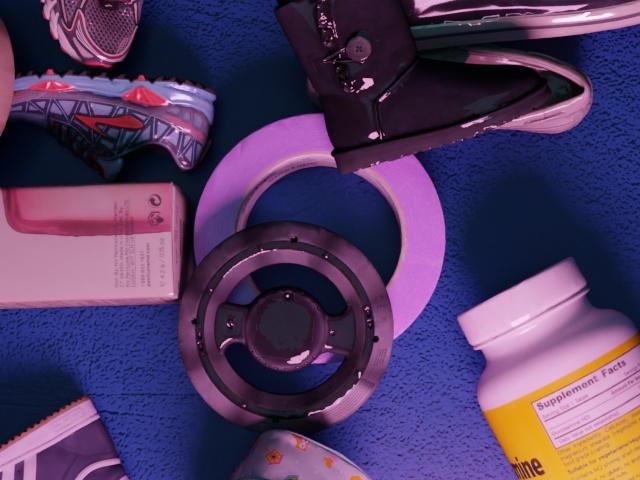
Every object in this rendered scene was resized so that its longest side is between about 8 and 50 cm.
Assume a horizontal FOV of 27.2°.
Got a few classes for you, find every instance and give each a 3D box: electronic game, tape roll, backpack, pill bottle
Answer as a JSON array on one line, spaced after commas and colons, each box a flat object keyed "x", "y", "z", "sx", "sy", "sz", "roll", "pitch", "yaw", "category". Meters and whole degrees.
[{"x": -0.037, "y": 0.093, "z": 1.401, "sx": 0.229, "sy": 0.048, "sz": 0.229, "roll": 0, "pitch": 90, "yaw": 1, "category": "electronic game"}, {"x": 0.000, "y": 0.000, "z": 1.477, "sx": 0.275, "sy": 0.090, "sz": 0.274, "roll": 0, "pitch": 86, "yaw": 2, "category": "tape roll"}, {"x": -0.028, "y": 0.291, "z": 1.384, "sx": 0.166, "sy": 0.188, "sz": 0.144, "roll": 31, "pitch": 49, "yaw": 5, "category": "backpack"}, {"x": 0.284, "y": 0.194, "z": 1.400, "sx": 0.188, "sy": 0.188, "sz": 0.334, "roll": -28, "pitch": 84, "yaw": 0, "category": "pill bottle"}]

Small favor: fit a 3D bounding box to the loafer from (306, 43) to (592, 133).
[{"x": 0.142, "y": -0.176, "z": 1.473, "sx": 0.319, "sy": 0.111, "sz": 0.112, "roll": 2, "pitch": 85, "yaw": 2, "category": "loafer"}]

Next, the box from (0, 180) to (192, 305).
[{"x": -0.264, "y": 0.008, "z": 1.455, "sx": 0.232, "sy": 0.148, "sz": 0.126, "roll": -1, "pitch": 85, "yaw": 2, "category": "box"}]

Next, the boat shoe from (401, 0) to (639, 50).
[{"x": 0.240, "y": -0.323, "z": 1.436, "sx": 0.500, "sy": 0.187, "sz": 0.156, "roll": -8, "pitch": 124, "yaw": 4, "category": "boat shoe"}]

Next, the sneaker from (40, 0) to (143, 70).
[{"x": -0.232, "y": -0.339, "z": 1.475, "sx": 0.112, "sy": 0.121, "sz": 0.299, "roll": 6, "pitch": 90, "yaw": 47, "category": "sneaker"}]

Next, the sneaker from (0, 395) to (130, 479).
[{"x": -0.328, "y": 0.301, "z": 1.422, "sx": 0.282, "sy": 0.099, "sz": 0.153, "roll": -32, "pitch": 88, "yaw": -28, "category": "sneaker"}]

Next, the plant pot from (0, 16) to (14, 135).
[{"x": -0.508, "y": -0.184, "z": 1.380, "sx": 0.256, "sy": 0.274, "sz": 0.256, "roll": -2, "pitch": 85, "yaw": 24, "category": "plant pot"}]

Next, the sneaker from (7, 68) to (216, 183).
[{"x": -0.252, "y": -0.126, "z": 1.489, "sx": 0.262, "sy": 0.104, "sz": 0.125, "roll": 3, "pitch": 87, "yaw": 3, "category": "sneaker"}]

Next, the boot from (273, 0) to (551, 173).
[{"x": 0.092, "y": -0.199, "z": 1.363, "sx": 0.246, "sy": 0.094, "sz": 0.207, "roll": -17, "pitch": 104, "yaw": 14, "category": "boot"}]
